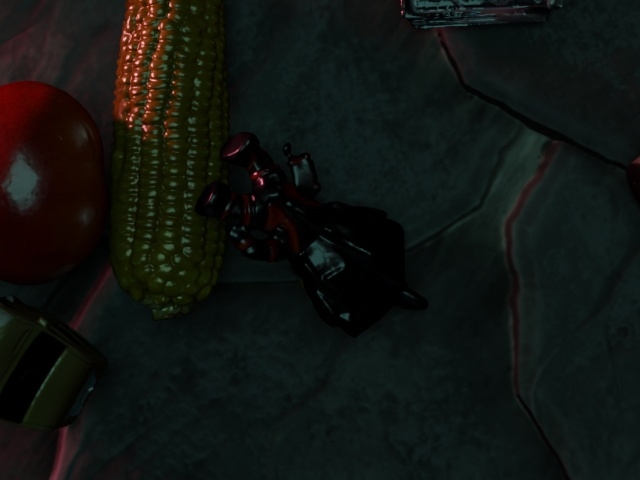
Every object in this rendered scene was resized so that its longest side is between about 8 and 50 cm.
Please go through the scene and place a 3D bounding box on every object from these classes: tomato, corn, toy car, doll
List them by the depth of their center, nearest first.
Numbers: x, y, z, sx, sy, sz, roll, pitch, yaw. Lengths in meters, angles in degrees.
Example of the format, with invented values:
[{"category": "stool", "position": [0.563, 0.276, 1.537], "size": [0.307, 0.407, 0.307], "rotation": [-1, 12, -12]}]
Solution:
[{"category": "toy car", "position": [-0.269, 0.115, 1.319], "size": [0.124, 0.257, 0.101], "rotation": [29, 85, 1]}, {"category": "tomato", "position": [-0.285, -0.054, 1.371], "size": [0.136, 0.195, 0.195], "rotation": [0, 83, -38]}, {"category": "doll", "position": [-0.001, -0.001, 1.381], "size": [0.248, 0.088, 0.127], "rotation": [31, 95, -21]}, {"category": "corn", "position": [-0.147, -0.104, 1.403], "size": [0.120, 0.120, 0.363], "rotation": [-1, 82, 2]}]

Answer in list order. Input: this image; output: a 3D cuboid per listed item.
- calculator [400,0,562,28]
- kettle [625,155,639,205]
[{"category": "calculator", "position": [0.156, -0.349, 1.454], "size": [0.165, 0.028, 0.274], "rotation": [-3, 85, 2]}, {"category": "kettle", "position": [0.444, -0.065, 1.366], "size": [0.236, 0.161, 0.221], "rotation": [-41, 112, -4]}]
